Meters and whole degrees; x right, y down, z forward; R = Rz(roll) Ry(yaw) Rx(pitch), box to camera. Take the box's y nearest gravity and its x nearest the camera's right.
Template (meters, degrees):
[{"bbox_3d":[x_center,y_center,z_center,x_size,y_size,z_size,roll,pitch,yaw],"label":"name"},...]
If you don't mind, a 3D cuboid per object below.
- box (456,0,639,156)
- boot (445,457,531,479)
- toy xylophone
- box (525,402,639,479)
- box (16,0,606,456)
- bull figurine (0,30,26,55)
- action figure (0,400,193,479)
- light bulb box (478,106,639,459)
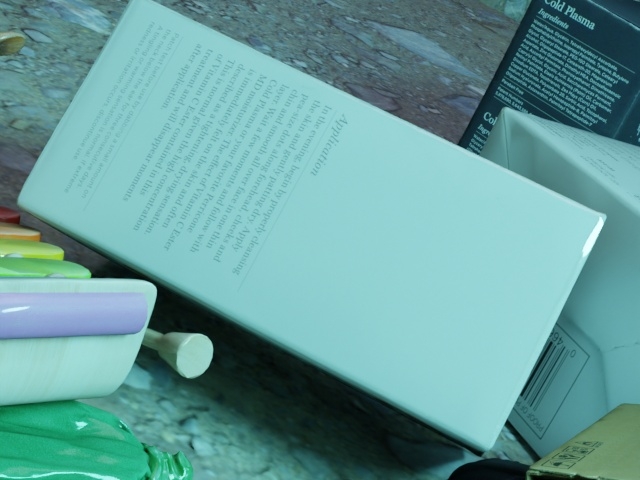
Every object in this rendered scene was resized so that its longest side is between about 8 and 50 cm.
[{"bbox_3d":[0.350,-0.134,1.384,0.179,0.312,0.343,38,26,30],"label":"box"},{"bbox_3d":[0.132,0.195,0.632,0.247,0.094,0.207,5,8,35],"label":"boot"},{"bbox_3d":[-0.212,0.024,0.671,0.323,0.081,0.236,17,11,37],"label":"toy xylophone"},{"bbox_3d":[0.235,0.133,0.665,0.164,0.021,0.201,1,4,30],"label":"box"},{"bbox_3d":[0.000,0.000,0.796,0.345,0.168,0.215,27,-7,11],"label":"box"},{"bbox_3d":[-0.349,-0.139,0.835,0.310,0.188,0.101,37,26,28],"label":"bull figurine"},{"bbox_3d":[-0.178,0.120,0.593,0.232,0.063,0.137,10,24,-23],"label":"action figure"},{"bbox_3d":[0.342,0.080,1.004,0.361,0.225,0.358,11,25,-32],"label":"light bulb box"}]
